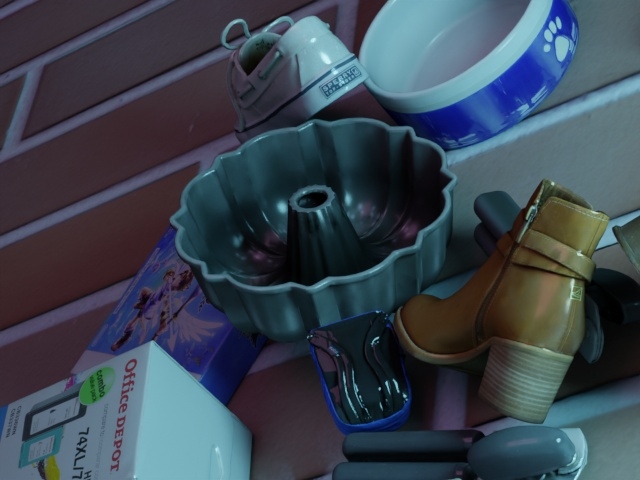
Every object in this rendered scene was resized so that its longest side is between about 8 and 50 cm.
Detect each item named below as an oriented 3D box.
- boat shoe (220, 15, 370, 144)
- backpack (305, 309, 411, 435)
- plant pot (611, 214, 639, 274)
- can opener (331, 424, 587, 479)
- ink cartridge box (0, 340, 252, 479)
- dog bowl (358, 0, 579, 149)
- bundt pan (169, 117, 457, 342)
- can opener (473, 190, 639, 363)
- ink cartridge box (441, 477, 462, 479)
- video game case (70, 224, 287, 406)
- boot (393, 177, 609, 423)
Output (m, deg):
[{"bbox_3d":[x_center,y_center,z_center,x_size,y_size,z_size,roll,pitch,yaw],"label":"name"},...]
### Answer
[{"bbox_3d":[-0.061,-0.219,2.192,0.136,0.156,0.367,-34,4,-14],"label":"boat shoe"},{"bbox_3d":[0.050,0.151,1.840,0.098,0.101,0.120,-19,64,-1],"label":"backpack"},{"bbox_3d":[0.387,0.004,1.597,0.165,0.167,0.167,-39,34,14],"label":"plant pot"},{"bbox_3d":[0.129,0.210,1.704,0.283,0.095,0.076,-5,48,33],"label":"can opener"},{"bbox_3d":[-0.241,0.280,1.905,0.270,0.197,0.198,-25,39,24],"label":"ink cartridge box"},{"bbox_3d":[0.183,-0.243,2.131,0.265,0.104,0.265,-26,37,22],"label":"dog bowl"},{"bbox_3d":[0.000,0.000,1.968,0.331,0.124,0.331,-8,36,6],"label":"bundt pan"},{"bbox_3d":[0.246,0.034,1.818,0.093,0.074,0.280,-13,32,-18],"label":"can opener"},{"bbox_3d":[0.018,0.384,1.525,0.272,0.130,0.309,-14,44,33],"label":"ink cartridge box"},{"bbox_3d":[-0.158,0.090,2.150,0.244,0.061,0.269,7,57,47],"label":"video game case"},{"bbox_3d":[0.181,0.038,1.733,0.283,0.109,0.220,-142,68,-68],"label":"boot"}]
